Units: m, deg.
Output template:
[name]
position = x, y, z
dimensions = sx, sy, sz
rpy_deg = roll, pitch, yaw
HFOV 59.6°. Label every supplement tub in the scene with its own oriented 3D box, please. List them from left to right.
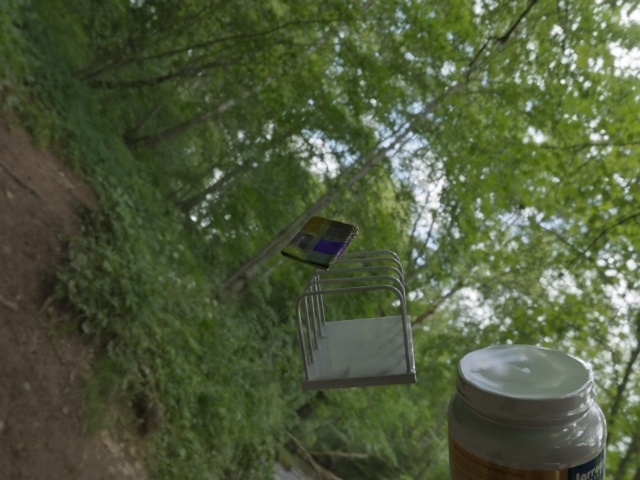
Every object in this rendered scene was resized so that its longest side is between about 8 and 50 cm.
[supplement tub]
position = 0.313, 0.343, 0.860
dimensions = 0.228, 0.228, 0.316
rpy_deg = 12, -69, 54

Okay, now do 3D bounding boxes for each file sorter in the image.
[file sorter]
position = 0.069, 0.133, 1.045
dimensions = 0.277, 0.193, 0.173
rpy_deg = -60, 144, -76

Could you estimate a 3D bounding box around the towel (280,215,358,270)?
[towel]
position = 0.000, 0.000, 0.605
dimensions = 0.060, 0.083, 0.009
rpy_deg = 17, -53, 20
